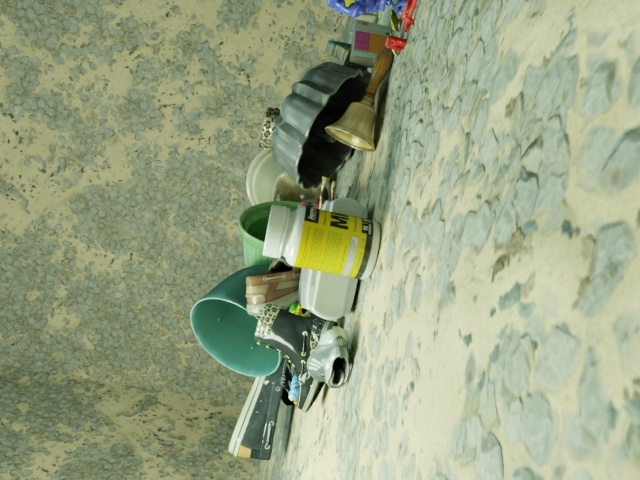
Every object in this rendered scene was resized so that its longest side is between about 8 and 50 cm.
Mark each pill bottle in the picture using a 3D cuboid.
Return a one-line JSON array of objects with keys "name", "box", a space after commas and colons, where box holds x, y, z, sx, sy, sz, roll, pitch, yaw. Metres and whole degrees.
[{"name": "pill bottle", "box": [0.000, 0.000, 1.028, 0.119, 0.208, 0.119, -169, 90, -84]}]

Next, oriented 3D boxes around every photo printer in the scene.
[{"name": "photo printer", "box": [0.020, 0.048, 1.242, 0.307, 0.107, 0.256, 140, 141, -82]}]

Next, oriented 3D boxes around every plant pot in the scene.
[{"name": "plant pot", "box": [-0.191, 0.212, 1.580, 0.235, 0.293, 0.293, -51, -16, -46]}, {"name": "plant pot", "box": [-0.097, -0.192, 2.025, 0.305, 0.333, 0.334, -134, 55, -69]}]

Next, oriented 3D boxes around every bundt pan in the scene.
[{"name": "bundt pan", "box": [-0.006, -0.298, 1.348, 0.331, 0.124, 0.331, -50, -17, -21]}]

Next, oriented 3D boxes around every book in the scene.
[{"name": "book", "box": [0.124, -0.483, 1.320, 0.035, 0.096, 0.144, 110, 170, -56]}]

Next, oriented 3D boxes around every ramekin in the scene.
[{"name": "ramekin", "box": [-0.114, 0.004, 1.739, 0.303, 0.303, 0.148, -89, 4, -60]}]

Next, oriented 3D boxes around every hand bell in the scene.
[{"name": "hand bell", "box": [0.116, -0.341, 1.246, 0.126, 0.126, 0.242, -175, 109, -84]}]

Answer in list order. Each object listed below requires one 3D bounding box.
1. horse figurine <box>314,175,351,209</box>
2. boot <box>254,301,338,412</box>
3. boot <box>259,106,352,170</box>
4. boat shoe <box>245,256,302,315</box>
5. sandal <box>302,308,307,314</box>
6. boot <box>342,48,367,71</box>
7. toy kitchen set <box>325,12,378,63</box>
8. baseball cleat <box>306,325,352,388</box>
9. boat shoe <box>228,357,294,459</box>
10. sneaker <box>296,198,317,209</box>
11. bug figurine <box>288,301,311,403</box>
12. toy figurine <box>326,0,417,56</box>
[{"name": "horse figurine", "box": [0.009, -0.079, 1.449, 0.263, 0.066, 0.175, 3, -73, -69]}, {"name": "boot", "box": [-0.068, 0.267, 1.250, 0.085, 0.178, 0.236, -36, -38, -67]}, {"name": "boot", "box": [-0.048, -0.323, 1.725, 0.377, 0.284, 0.138, -140, 62, -82]}, {"name": "boat shoe", "box": [-0.074, 0.095, 1.411, 0.324, 0.123, 0.116, -24, -78, -55]}, {"name": "sandal", "box": [-0.079, 0.187, 1.856, 0.107, 0.167, 0.446, -22, 38, 31]}, {"name": "boot", "box": [0.095, -0.506, 1.716, 0.106, 0.082, 0.219, -145, 64, -81]}, {"name": "toy kitchen set", "box": [0.124, -0.674, 1.781, 0.207, 0.122, 0.166, -124, 42, -53]}, {"name": "baseball cleat", "box": [0.014, 0.259, 1.081, 0.206, 0.072, 0.109, 100, 168, -50]}, {"name": "boat shoe", "box": [-0.151, 0.503, 1.839, 0.187, 0.156, 0.500, 101, -171, -63]}, {"name": "sneaker", "box": [-0.032, -0.030, 1.168, 0.057, 0.047, 0.119, 80, -160, -72]}, {"name": "bug figurine", "box": [-0.065, 0.279, 1.420, 0.216, 0.072, 0.279, -75, -20, -65]}, {"name": "toy figurine", "box": [0.099, -0.590, 1.179, 0.191, 0.217, 0.363, 110, 169, -55]}]
